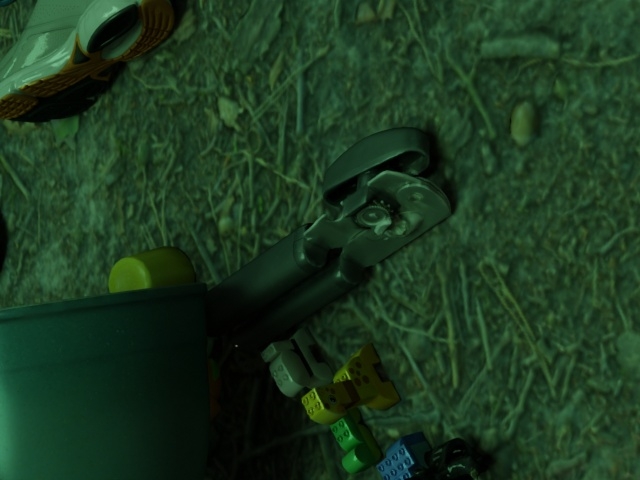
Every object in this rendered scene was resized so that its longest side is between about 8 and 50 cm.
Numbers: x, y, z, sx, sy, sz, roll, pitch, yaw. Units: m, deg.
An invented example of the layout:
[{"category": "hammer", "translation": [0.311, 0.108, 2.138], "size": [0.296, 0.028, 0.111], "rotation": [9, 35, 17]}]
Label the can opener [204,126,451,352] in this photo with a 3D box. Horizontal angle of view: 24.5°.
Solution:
[{"category": "can opener", "translation": [0.000, 0.000, 1.271], "size": [0.283, 0.076, 0.095], "rotation": [-34, 40, 41]}]

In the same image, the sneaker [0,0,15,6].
[{"category": "sneaker", "translation": [-0.372, -0.380, 1.543], "size": [0.139, 0.125, 0.340], "rotation": [-43, 59, 52]}]

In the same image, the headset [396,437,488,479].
[{"category": "headset", "translation": [0.116, 0.367, 1.176], "size": [0.243, 0.185, 0.394], "rotation": [-5, 107, 39]}]

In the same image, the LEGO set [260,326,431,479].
[{"category": "LEGO set", "translation": [0.021, 0.161, 1.237], "size": [0.087, 0.093, 0.227], "rotation": [-45, 65, 36]}]

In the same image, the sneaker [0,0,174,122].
[{"category": "sneaker", "translation": [-0.249, -0.211, 1.458], "size": [0.262, 0.099, 0.121], "rotation": [-30, 67, 33]}]

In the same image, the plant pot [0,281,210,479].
[{"category": "plant pot", "translation": [-0.211, 0.180, 1.250], "size": [0.272, 0.272, 0.255], "rotation": [-12, 86, 43]}]

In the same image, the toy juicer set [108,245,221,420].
[{"category": "toy juicer set", "translation": [-0.211, 0.172, 1.461], "size": [0.329, 0.089, 0.209], "rotation": [-40, 71, 26]}]
